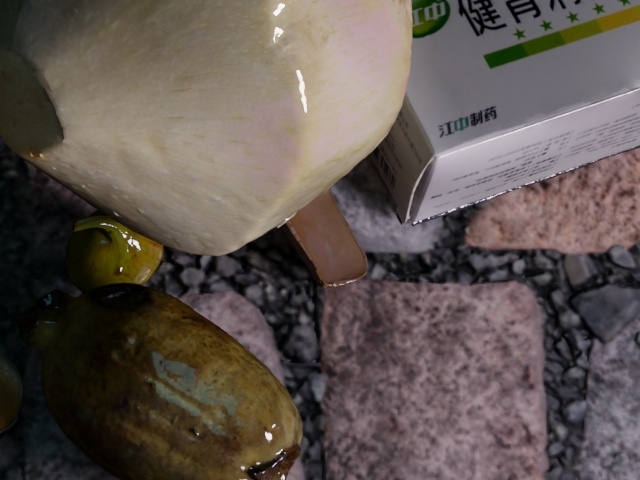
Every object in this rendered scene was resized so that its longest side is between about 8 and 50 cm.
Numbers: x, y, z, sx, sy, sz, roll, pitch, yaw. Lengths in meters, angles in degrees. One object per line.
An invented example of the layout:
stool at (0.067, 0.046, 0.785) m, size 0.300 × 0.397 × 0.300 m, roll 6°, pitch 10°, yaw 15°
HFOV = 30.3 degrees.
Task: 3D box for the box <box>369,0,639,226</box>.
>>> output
box at (0.192, -0.158, 1.092) m, size 0.333 × 0.145 × 0.173 m, roll -19°, pitch 68°, yaw -13°

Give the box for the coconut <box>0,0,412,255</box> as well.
coconut at (-0.103, -0.164, 0.912) m, size 0.352 × 0.352 × 0.353 m, roll 2°, pitch 66°, yaw -4°

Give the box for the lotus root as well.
lotus root at (-0.134, 0.120, 0.949) m, size 0.260 × 0.128 × 0.145 m, roll 32°, pitch 77°, yaw 10°

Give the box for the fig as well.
fig at (-0.175, 0.002, 1.012) m, size 0.084 × 0.098 × 0.082 m, roll -2°, pitch 65°, yaw -15°

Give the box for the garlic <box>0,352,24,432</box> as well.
garlic at (-0.297, 0.124, 0.960) m, size 0.113 × 0.074 × 0.094 m, roll -15°, pitch 104°, yaw -5°

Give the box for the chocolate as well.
chocolate at (0.000, 0.000, 1.066) m, size 0.064 × 0.031 × 0.101 m, roll -22°, pitch 73°, yaw -33°
